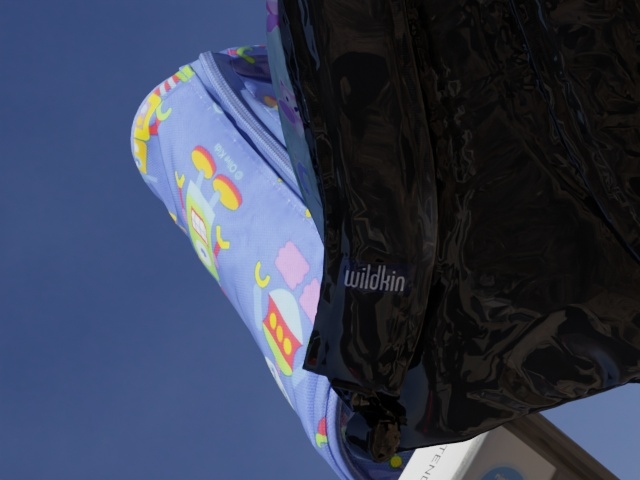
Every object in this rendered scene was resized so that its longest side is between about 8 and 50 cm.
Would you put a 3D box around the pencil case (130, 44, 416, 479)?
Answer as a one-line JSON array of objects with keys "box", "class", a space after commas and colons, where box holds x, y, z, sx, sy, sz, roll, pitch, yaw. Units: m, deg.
[{"box": [0.000, 0.000, 0.764, 0.119, 0.306, 0.133, -22, -53, -14], "class": "pencil case"}]

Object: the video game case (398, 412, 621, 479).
[{"box": [0.088, 0.228, 0.581, 0.275, 0.035, 0.248, 39, -105, -28], "class": "video game case"}]

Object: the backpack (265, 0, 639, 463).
[{"box": [0.047, -0.042, 0.449, 0.115, 0.152, 0.182, -108, -1, -75], "class": "backpack"}]
